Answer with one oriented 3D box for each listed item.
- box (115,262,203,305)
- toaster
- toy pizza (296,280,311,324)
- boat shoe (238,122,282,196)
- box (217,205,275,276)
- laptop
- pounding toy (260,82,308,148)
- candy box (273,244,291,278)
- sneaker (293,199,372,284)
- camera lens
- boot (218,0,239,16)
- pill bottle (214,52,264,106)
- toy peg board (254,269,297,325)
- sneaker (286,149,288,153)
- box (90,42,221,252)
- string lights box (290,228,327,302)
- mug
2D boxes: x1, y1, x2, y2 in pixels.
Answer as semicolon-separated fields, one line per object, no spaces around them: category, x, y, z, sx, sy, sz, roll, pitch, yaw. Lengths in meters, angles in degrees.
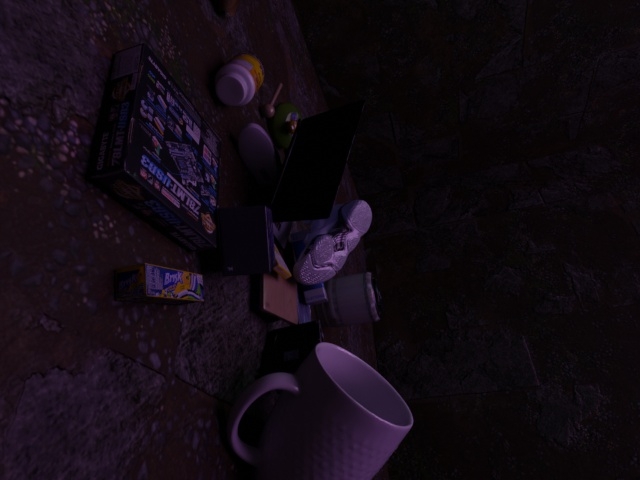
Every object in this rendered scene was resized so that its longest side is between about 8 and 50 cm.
box;-0.274;0.080;0.708;0.169;0.059;0.054;38;44;-71
toaster;-0.071;0.329;1.140;0.168;0.185;0.110;-96;171;-57
toy pizza;-0.074;0.242;1.474;0.201;0.032;0.201;-11;90;-81
boat shoe;-0.181;-0.271;1.307;0.301;0.108;0.102;66;18;-53
box;-0.170;-0.001;0.967;0.207;0.108;0.153;-148;-126;-85
laptop;-0.009;-0.184;1.300;0.408;0.236;0.382;70;36;-68
pounding toy;-0.114;-0.475;1.599;0.183;0.110;0.237;-60;140;-24
candy box;-0.154;0.013;1.180;0.206;0.027;0.105;58;5;28
sneaker;0.000;0.000;1.351;0.366;0.210;0.137;-48;122;-28
camera lens;0.129;0.263;1.787;0.219;0.274;0.219;-11;90;-77
boot;-0.304;-0.840;1.361;0.305;0.112;0.115;-92;-165;-51
pill bottle;-0.240;-0.472;1.197;0.215;0.117;0.117;-83;157;-54
toy peg board;-0.146;0.160;1.192;0.160;0.079;0.161;38;38;-47
sneaker;-0.089;-0.339;1.850;0.115;0.105;0.281;45;-7;39
box;-0.296;-0.167;0.799;0.295;0.073;0.293;56;26;-61
string lights box;-0.041;0.103;1.498;0.133;0.076;0.260;72;4;-77
mug;-0.031;0.430;0.917;0.374;0.328;0.276;33;6;-25
